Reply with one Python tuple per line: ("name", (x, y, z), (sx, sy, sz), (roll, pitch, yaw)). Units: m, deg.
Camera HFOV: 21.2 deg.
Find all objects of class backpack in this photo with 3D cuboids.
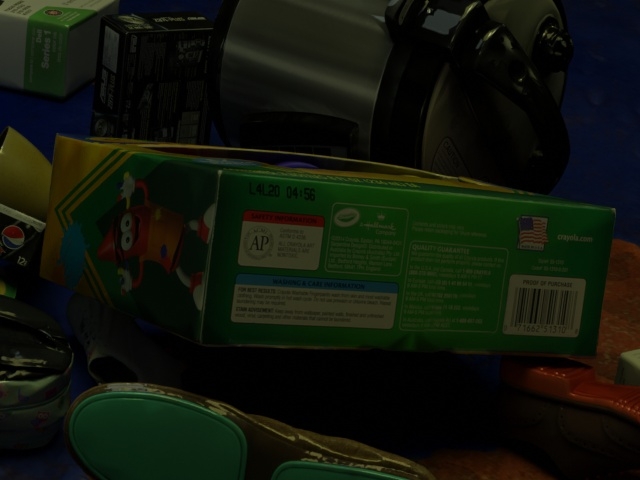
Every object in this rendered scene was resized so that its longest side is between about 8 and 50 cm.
("backpack", (-0.317, 0.123, 1.562), (0.182, 0.115, 0.152), (3, 35, -14))

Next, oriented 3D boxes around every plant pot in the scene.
("plant pot", (-0.346, -0.051, 1.964), (0.095, 0.134, 0.134), (27, 19, -15))

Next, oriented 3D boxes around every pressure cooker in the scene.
("pressure cooker", (0.114, -0.200, 2.132), (0.420, 0.375, 0.370), (22, 23, 32))

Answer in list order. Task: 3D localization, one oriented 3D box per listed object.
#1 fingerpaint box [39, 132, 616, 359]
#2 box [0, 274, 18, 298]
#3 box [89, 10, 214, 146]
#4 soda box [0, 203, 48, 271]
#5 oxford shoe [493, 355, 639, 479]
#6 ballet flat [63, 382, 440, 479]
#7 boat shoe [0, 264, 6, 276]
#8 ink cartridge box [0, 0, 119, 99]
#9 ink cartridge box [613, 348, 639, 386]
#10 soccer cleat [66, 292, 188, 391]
("fingerpaint box", (0.000, 0.000, 1.703), (0.445, 0.163, 0.371), (4, 6, -31))
("box", (-0.401, 0.068, 1.734), (0.179, 0.043, 0.105), (5, 33, -4))
("box", (-0.219, -0.207, 2.281), (0.147, 0.180, 0.077), (-8, 28, -33))
("soda box", (-0.315, 0.000, 1.830), (0.060, 0.053, 0.169), (23, -2, -1))
("oxford shoe", (0.288, 0.189, 1.635), (0.271, 0.098, 0.097), (20, 16, 35))
("ballet flat", (-0.051, 0.199, 1.503), (0.342, 0.116, 0.124), (11, 3, 6))
("boat shoe", (-0.440, 0.015, 1.810), (0.228, 0.081, 0.068), (14, 12, -6))
("ink cartridge box", (-0.463, -0.311, 2.522), (0.278, 0.117, 0.201), (13, 23, 11))
("ink cartridge box", (0.410, 0.181, 1.707), (0.148, 0.086, 0.203), (-8, 27, -33))
("soccer cleat", (-0.209, 0.105, 1.704), (0.076, 0.068, 0.196), (-15, 34, -35))
